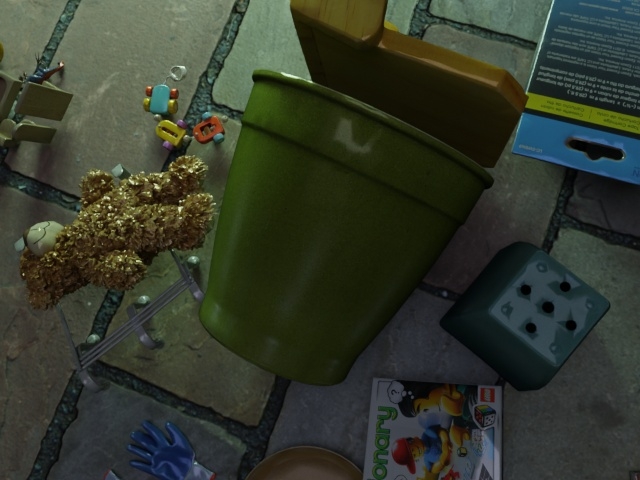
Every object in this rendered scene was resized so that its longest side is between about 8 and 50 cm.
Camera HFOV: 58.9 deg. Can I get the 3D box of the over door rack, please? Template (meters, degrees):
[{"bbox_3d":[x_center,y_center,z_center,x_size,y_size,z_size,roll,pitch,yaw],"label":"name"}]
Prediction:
[{"bbox_3d":[-0.341,0.059,0.962,0.239,0.108,0.324,-38,63,-3],"label":"over door rack"}]

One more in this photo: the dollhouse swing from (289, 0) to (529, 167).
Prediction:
[{"bbox_3d":[0.144,-0.306,0.834,0.305,0.347,0.315,9,80,10],"label":"dollhouse swing"}]

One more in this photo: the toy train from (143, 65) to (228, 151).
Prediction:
[{"bbox_3d":[-0.244,-0.226,1.028,0.125,0.046,0.166,-33,80,-1],"label":"toy train"}]

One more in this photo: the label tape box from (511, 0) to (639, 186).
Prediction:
[{"bbox_3d":[0.455,-0.246,0.904,0.241,0.106,0.333,17,83,11],"label":"label tape box"}]

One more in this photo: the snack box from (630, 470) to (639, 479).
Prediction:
[{"bbox_3d":[0.490,0.426,0.810,0.064,0.022,0.178,-3,78,6],"label":"snack box"}]

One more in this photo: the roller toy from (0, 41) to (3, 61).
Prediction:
[{"bbox_3d":[-0.699,-0.317,1.032,0.146,0.209,0.191,28,97,11],"label":"roller toy"}]

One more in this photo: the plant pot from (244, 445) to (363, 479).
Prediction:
[{"bbox_3d":[-0.019,0.438,0.872,0.237,0.032,0.236,-2,78,8],"label":"plant pot"}]

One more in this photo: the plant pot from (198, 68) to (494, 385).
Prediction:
[{"bbox_3d":[0.000,0.000,0.821,0.367,0.366,0.352,26,96,12],"label":"plant pot"}]

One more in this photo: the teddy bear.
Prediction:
[{"bbox_3d":[-0.316,-0.022,0.868,0.338,0.113,0.245,-9,64,12],"label":"teddy bear"}]

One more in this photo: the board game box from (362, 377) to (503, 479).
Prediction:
[{"bbox_3d":[0.157,0.355,0.801,0.193,0.053,0.305,-2,65,21],"label":"board game box"}]

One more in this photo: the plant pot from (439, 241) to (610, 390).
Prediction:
[{"bbox_3d":[0.291,0.102,0.793,0.165,0.234,0.165,40,86,13],"label":"plant pot"}]

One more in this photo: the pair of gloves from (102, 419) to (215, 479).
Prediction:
[{"bbox_3d":[-0.275,0.401,0.919,0.159,0.023,0.198,34,85,13],"label":"pair of gloves"}]

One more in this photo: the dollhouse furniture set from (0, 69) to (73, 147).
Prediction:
[{"bbox_3d":[-0.570,-0.243,1.017,0.151,0.123,0.144,30,99,4],"label":"dollhouse furniture set"}]

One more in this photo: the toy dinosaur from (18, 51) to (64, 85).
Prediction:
[{"bbox_3d":[-0.535,-0.320,1.098,0.082,0.047,0.090,-4,112,-2],"label":"toy dinosaur"}]
